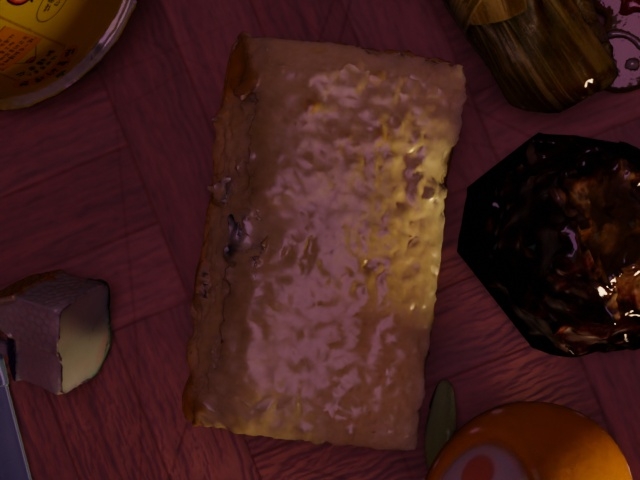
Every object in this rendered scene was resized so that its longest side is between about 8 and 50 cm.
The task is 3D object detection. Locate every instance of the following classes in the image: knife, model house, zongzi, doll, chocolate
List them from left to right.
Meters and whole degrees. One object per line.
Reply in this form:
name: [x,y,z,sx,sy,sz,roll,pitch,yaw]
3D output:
knife: [-0.324,0.156,1.694,0.045,0.019,0.313,-16,86,11]
model house: [-0.268,0.084,1.666,0.100,0.088,0.100,15,117,25]
zongzi: [0.164,-0.256,1.541,0.134,0.288,0.286,-28,85,8]
doll: [0.171,0.247,1.577,0.236,0.213,0.213,10,87,48]
chocolate: [0.251,-0.002,1.576,0.206,0.177,0.224,-38,86,2]

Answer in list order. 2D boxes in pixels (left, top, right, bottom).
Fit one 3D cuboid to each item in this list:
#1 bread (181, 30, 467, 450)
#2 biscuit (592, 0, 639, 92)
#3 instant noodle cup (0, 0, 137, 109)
bread: [0.000,0.000,1.602,0.237,0.165,0.375,9,87,1]
biscuit: [0.317,-0.240,1.658,0.138,0.031,0.205,22,90,5]
instant noodle cup: [-0.355,-0.290,1.578,0.326,0.254,0.325,-1,88,16]
